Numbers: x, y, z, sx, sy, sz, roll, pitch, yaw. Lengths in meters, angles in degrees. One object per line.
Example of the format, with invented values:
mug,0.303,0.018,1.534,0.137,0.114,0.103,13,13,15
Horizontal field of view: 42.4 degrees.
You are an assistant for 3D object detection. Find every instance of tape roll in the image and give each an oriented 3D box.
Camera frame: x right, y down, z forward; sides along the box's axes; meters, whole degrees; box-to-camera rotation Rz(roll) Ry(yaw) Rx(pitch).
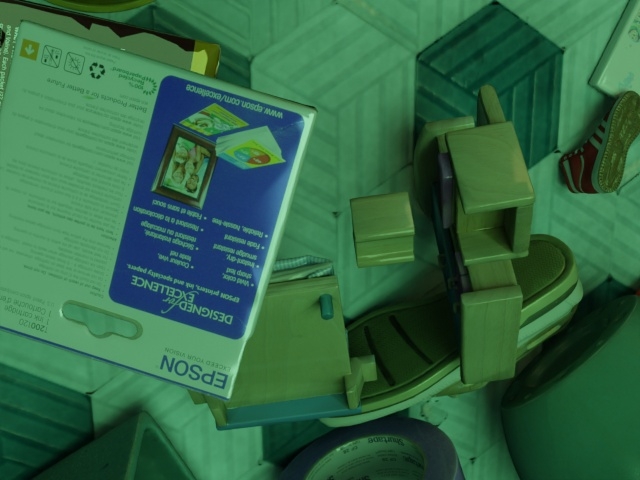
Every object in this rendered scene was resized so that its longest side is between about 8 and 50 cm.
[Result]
tape roll,0.052,0.262,0.809,0.189,0.189,0.080,-23,111,-12

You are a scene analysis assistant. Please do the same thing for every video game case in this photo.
video game case,0.378,-0.207,0.884,0.143,0.019,0.157,23,97,-23

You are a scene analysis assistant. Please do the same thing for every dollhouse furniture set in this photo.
dollhouse furniture set,0.000,0.000,0.706,0.304,0.198,0.286,-9,143,2

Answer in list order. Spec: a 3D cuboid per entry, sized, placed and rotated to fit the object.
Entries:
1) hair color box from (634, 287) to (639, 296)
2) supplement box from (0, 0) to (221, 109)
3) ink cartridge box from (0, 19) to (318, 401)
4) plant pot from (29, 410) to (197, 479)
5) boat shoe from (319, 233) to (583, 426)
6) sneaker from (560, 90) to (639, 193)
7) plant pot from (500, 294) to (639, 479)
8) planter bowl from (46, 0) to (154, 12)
hair color box,0.437,0.105,0.958,0.093,0.053,0.167,-44,113,-21
supplement box,-0.200,-0.083,0.655,0.194,0.129,0.191,8,102,-21
ink cartridge box,-0.127,-0.019,0.562,0.206,0.045,0.208,18,99,2
plant pot,-0.215,0.354,0.721,0.252,0.248,0.247,-25,113,8
boat shoe,0.128,0.112,0.832,0.302,0.113,0.103,-27,134,4
sneaker,0.295,-0.102,0.871,0.042,0.067,0.118,30,75,-20
plant pot,0.330,0.199,0.842,0.293,0.293,0.235,-40,86,-5
planter bowl,-0.172,-0.286,0.630,0.217,0.090,0.217,-5,106,-18
